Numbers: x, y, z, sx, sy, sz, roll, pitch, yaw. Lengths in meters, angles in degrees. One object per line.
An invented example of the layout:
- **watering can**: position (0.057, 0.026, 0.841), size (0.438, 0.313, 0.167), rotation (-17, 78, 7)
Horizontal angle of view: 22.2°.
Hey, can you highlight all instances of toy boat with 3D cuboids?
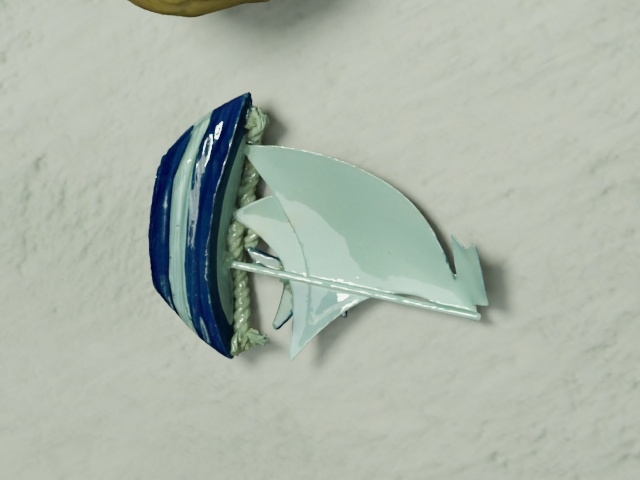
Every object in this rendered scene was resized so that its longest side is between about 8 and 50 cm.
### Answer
- **toy boat**: position (-0.017, 0.022, 1.315), size (0.292, 0.070, 0.210), rotation (33, 116, 11)

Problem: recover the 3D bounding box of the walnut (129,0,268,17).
- **walnut**: position (-0.102, -0.291, 1.199), size (0.225, 0.225, 0.261), rotation (-29, 95, 27)
